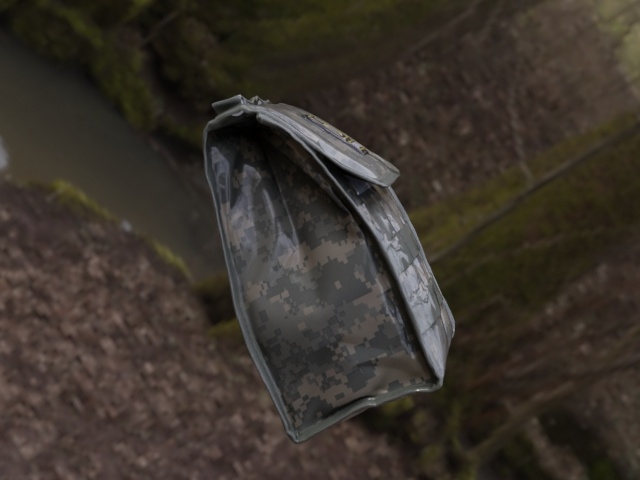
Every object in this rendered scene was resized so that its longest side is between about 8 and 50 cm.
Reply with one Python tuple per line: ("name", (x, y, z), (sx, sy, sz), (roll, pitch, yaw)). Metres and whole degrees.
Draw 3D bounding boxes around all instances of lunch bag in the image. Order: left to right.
("lunch bag", (0.000, 0.000, 1.389), (0.235, 0.169, 0.287), (-41, 107, -81))
